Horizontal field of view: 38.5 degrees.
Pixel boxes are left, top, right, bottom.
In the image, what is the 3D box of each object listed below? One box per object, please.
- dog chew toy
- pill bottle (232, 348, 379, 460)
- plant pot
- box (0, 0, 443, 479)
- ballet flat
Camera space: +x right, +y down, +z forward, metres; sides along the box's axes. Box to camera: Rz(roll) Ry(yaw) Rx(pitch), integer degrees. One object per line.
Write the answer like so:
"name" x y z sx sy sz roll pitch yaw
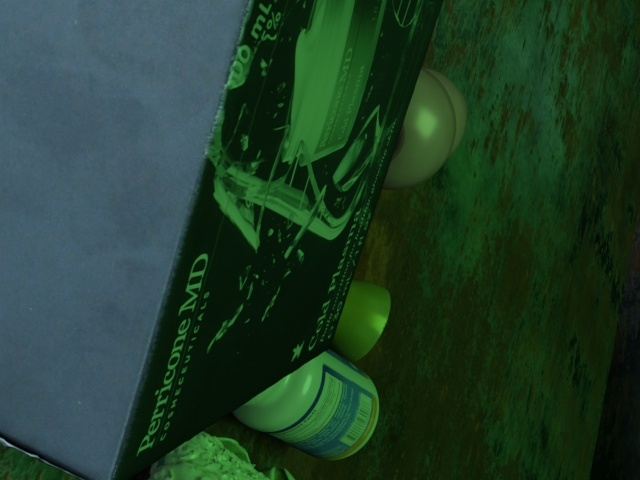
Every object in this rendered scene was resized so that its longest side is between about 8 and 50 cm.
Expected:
"dog chew toy" 0.151 -0.202 1.535 0.332 0.206 0.206 -27 114 -60
"pill bottle" -0.041 0.209 1.304 0.272 0.152 0.152 39 60 -48
"plant pot" 0.032 0.112 1.445 0.095 0.134 0.134 30 64 -22
"box" -0.123 -0.111 0.846 0.472 0.297 0.480 -16 126 -68
"ballet flat" -0.088 0.358 1.272 0.409 0.147 0.147 47 54 -46
